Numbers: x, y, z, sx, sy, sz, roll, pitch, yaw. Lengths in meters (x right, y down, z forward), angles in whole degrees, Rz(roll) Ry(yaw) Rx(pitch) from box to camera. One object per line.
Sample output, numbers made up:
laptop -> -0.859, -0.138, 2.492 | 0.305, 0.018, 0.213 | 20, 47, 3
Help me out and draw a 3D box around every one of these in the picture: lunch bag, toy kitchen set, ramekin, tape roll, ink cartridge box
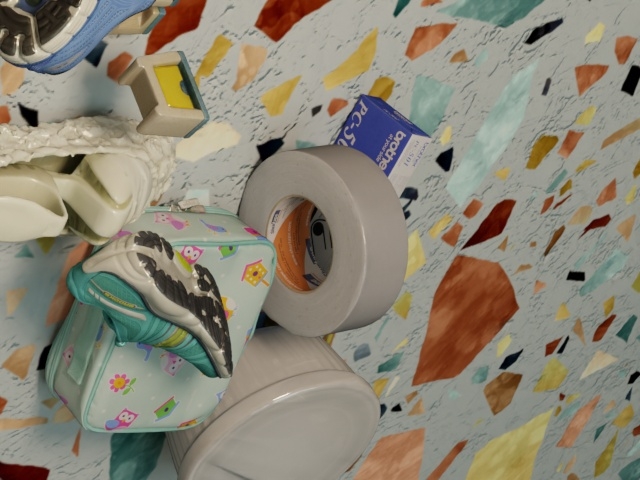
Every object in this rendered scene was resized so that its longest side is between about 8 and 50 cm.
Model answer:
lunch bag -> -0.186, 0.085, 2.242 | 0.224, 0.108, 0.279 | 2, 119, -43
toy kitchen set -> -0.107, -0.222, 1.929 | 0.122, 0.166, 0.207 | -7, 156, -41
ramekin -> -0.072, 0.223, 2.449 | 0.272, 0.127, 0.273 | -22, 145, -16
tape roll -> 0.000, 0.000, 2.273 | 0.072, 0.219, 0.219 | -9, 129, -43
ink cartridge box -> 0.043, -0.063, 2.370 | 0.046, 0.097, 0.207 | 8, 117, -51

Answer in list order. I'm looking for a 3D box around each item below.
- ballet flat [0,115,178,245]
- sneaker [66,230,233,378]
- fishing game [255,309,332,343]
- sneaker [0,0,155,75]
ballet flat -> -0.279, -0.045, 1.990 | 0.409, 0.147, 0.147 | -3, 125, -49
sneaker -> -0.174, 0.073, 2.105 | 0.110, 0.107, 0.275 | -21, 146, 16
fishing game -> -0.064, 0.112, 2.470 | 0.264, 0.041, 0.189 | -7, 129, -42
sneaker -> -0.193, -0.295, 1.807 | 0.330, 0.129, 0.147 | -55, 166, -5
